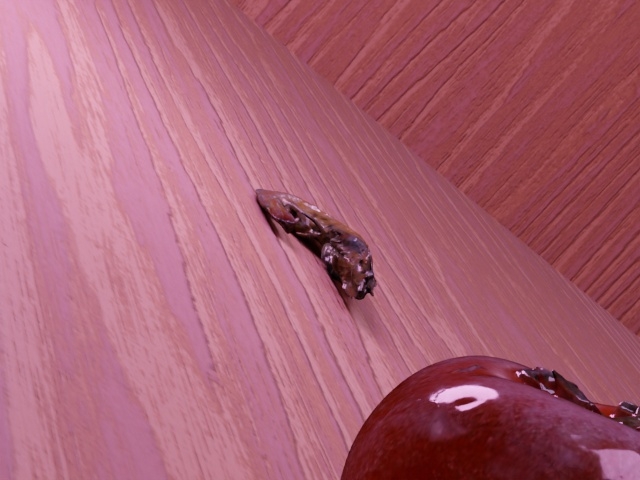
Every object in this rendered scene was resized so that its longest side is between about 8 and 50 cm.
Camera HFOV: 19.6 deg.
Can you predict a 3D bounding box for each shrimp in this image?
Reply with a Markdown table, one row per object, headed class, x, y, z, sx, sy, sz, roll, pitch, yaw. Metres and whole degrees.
| class | x | y | z | sx | sy | sz | roll | pitch | yaw |
| --- | --- | --- | --- | --- | --- | --- | --- | --- | --- |
| shrimp | -0.001 | 0.002 | 2.003 | 0.143 | 0.052 | 0.251 | 27 | 7 | -21 |

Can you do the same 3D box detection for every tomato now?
| class | x | y | z | sx | sy | sz | roll | pitch | yaw |
| --- | --- | --- | --- | --- | --- | --- | --- | --- | --- |
| tomato | 0.134 | 0.197 | 1.142 | 0.270 | 0.227 | 0.270 | 22 | 2 | -1 |
